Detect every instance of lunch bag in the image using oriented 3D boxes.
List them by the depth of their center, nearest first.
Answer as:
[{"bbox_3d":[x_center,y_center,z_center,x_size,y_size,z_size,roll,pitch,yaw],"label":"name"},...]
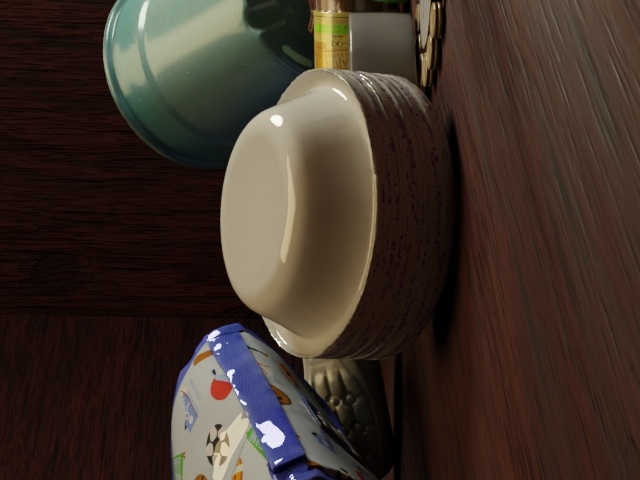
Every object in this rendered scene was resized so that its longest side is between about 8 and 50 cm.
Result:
[{"bbox_3d":[-0.042,0.327,1.730,0.328,0.239,0.385,-126,26,-57],"label":"lunch bag"}]

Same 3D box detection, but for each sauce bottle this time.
[{"bbox_3d":[0.049,-0.154,1.911,0.111,0.111,0.344,-102,9,-78],"label":"sauce bottle"}]

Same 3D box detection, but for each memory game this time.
[{"bbox_3d":[0.114,-0.251,1.587,0.186,0.012,0.186,-178,90,-87],"label":"memory game"}]

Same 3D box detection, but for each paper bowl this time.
[{"bbox_3d":[0.001,-0.026,1.482,0.284,0.148,0.284,-177,90,-65],"label":"paper bowl"}]

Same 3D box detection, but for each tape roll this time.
[{"bbox_3d":[0.069,-0.147,1.716,0.219,0.072,0.219,-2,-90,-89],"label":"tape roll"}]

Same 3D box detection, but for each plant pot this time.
[{"bbox_3d":[-0.111,-0.317,2.373,0.334,0.341,0.341,-21,64,51],"label":"plant pot"}]

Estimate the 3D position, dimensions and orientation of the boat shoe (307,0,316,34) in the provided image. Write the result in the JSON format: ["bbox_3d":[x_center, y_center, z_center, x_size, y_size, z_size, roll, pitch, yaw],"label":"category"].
[{"bbox_3d":[0.015,-0.363,2.063,0.123,0.123,0.342,-62,-13,-16],"label":"boat shoe"}]

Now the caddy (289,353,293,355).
[{"bbox_3d":[0.000,0.000,2.119,0.241,0.179,0.341,-95,7,-58],"label":"caddy"}]

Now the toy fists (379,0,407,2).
[{"bbox_3d":[0.067,-0.385,1.774,0.279,0.096,0.142,-91,4,-63],"label":"toy fists"}]

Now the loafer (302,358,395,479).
[{"bbox_3d":[0.031,0.143,1.900,0.111,0.112,0.319,-22,-83,-53],"label":"loafer"}]
